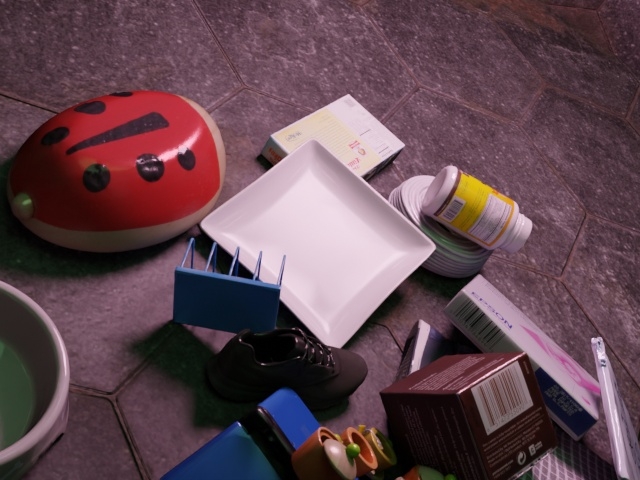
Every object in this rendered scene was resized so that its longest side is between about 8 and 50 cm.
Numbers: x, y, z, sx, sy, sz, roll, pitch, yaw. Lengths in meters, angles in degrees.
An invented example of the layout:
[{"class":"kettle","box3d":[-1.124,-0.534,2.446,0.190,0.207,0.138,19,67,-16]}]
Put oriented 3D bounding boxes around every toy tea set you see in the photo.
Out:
[{"class":"toy tea set","box3d":[0.095,0.341,1.205,0.200,0.124,0.336,57,13,23]}]

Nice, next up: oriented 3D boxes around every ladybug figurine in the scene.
[{"class":"ladybug figurine","box3d":[-0.337,-0.140,1.437,0.305,0.162,0.449,42,42,11]}]

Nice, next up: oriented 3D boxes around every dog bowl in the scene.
[{"class":"dog bowl","box3d":[-0.495,0.186,1.079,0.349,0.102,0.348,19,44,-19]}]

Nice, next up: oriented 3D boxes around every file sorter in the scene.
[{"class":"file sorter","box3d":[-0.149,0.076,1.368,0.170,0.118,0.104,10,39,0]}]

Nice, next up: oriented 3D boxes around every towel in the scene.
[{"class":"towel","box3d":[0.400,0.432,1.410,0.235,0.121,0.283,34,34,-3]}]

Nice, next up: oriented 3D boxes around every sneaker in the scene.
[{"class":"sneaker","box3d":[0.222,0.257,1.501,0.163,0.086,0.226,31,40,-1]},{"class":"sneaker","box3d":[-0.035,0.203,1.348,0.286,0.130,0.109,5,47,-32]}]

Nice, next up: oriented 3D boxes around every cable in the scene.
[{"class":"cable","box3d":[0.263,-0.036,1.801,0.257,0.089,0.257,26,42,-11]}]

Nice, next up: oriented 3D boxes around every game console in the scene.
[{"class":"game console","box3d":[-0.057,0.396,1.203,0.293,0.173,0.250,54,12,6]}]

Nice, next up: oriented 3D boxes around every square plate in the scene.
[{"class":"square plate","box3d":[0.000,0.000,1.581,0.344,0.049,0.347,43,55,8]}]

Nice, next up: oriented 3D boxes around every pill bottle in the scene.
[{"class":"pill bottle","box3d":[0.328,-0.058,1.709,0.215,0.117,0.117,29,41,-10]}]

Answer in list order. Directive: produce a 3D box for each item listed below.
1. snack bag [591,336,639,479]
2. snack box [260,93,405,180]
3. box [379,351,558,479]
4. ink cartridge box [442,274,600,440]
[{"class":"snack bag","box3d":[0.545,0.396,1.465,0.323,0.037,0.342,-79,147,-49]},{"class":"snack box","box3d":[0.035,-0.203,1.827,0.187,0.060,0.322,44,42,9]},{"class":"box","box3d":[0.239,0.290,1.337,0.168,0.203,0.167,-22,94,-33]},{"class":"ink cartridge box","box3d":[0.398,0.202,1.585,0.324,0.071,0.330,44,18,10]}]
